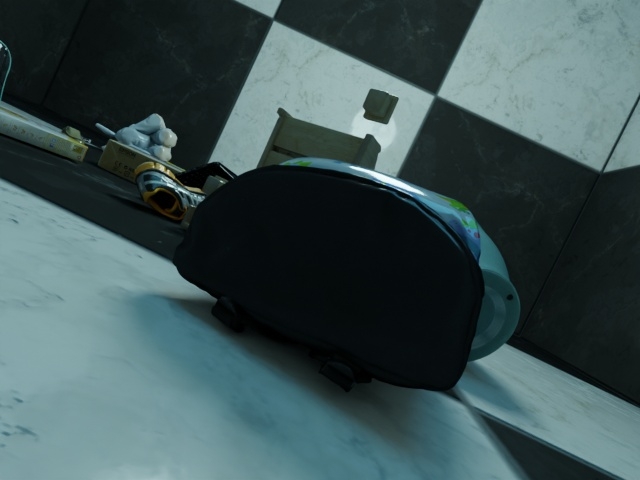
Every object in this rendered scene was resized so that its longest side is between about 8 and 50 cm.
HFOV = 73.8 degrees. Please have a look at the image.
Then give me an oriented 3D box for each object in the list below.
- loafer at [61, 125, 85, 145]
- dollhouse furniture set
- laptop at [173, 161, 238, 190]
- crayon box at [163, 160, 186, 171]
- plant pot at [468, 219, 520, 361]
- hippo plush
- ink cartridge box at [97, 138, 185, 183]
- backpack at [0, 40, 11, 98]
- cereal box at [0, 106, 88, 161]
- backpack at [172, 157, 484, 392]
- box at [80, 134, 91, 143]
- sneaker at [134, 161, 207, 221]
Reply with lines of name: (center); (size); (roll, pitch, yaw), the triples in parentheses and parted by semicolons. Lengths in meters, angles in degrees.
loafer: (-0.843, -0.355, 1.447); (0.148, 0.050, 0.056); (27, 3, 33)
dollhouse furniture set: (-0.043, -0.113, 0.805); (0.303, 0.356, 0.174); (26, 1, 28)
laptop: (-0.232, -0.087, 1.041); (0.264, 0.137, 0.234); (-17, -12, 4)
crayon box: (-0.507, -0.220, 1.670); (0.202, 0.081, 0.318); (24, 3, -35)
plant pot: (0.237, 0.087, 0.825); (0.271, 0.272, 0.255); (25, 17, -11)
hippo plush: (-0.765, -0.386, 1.861); (0.294, 0.234, 0.236); (-17, -8, -13)
ink cartridge box: (-0.494, -0.200, 1.255); (0.234, 0.088, 0.193); (25, 3, -10)
backpack: (-0.833, -0.408, 0.988); (0.144, 0.188, 0.166); (27, 3, 23)
cereal box: (-0.686, -0.260, 0.970); (0.173, 0.047, 0.240); (27, 2, 36)
backpack: (0.060, 0.027, 0.523); (0.290, 0.273, 0.355); (19, -13, 24)
box: (-1.031, -0.443, 1.819); (0.067, 0.018, 0.083); (26, 2, -1)
sneaker: (-0.285, -0.071, 0.877); (0.215, 0.084, 0.083); (31, 27, -41)
